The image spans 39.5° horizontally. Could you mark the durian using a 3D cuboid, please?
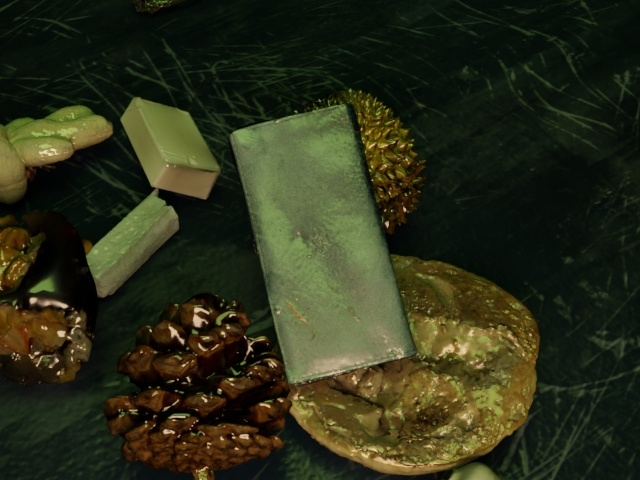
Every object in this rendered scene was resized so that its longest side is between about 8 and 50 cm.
[{"bbox_3d":[0.026,-0.094,1.401,0.293,0.258,0.258,-37,60,-20],"label":"durian"}]

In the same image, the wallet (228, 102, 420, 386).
[{"bbox_3d":[0.000,0.000,1.247,0.191,0.046,0.379,-14,81,-2],"label":"wallet"}]

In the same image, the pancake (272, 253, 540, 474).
[{"bbox_3d":[0.123,0.167,1.287,0.387,0.082,0.387,-3,50,4],"label":"pancake"}]

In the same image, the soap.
[{"bbox_3d":[-0.254,-0.160,1.522,0.121,0.064,0.183,10,38,-43],"label":"soap"}]

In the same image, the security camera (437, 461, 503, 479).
[{"bbox_3d":[0.117,0.392,1.061,0.080,0.157,0.301,43,57,2],"label":"security camera"}]

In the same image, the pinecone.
[{"bbox_3d":[-0.163,0.199,1.178,0.243,0.243,0.257,-14,39,-11],"label":"pinecone"}]

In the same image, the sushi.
[{"bbox_3d":[-0.424,0.077,1.278,0.200,0.213,0.204,9,31,-19],"label":"sushi"}]

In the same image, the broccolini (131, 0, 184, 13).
[{"bbox_3d":[-0.298,-0.514,1.857,0.203,0.068,0.091,-7,63,-25],"label":"broccolini"}]

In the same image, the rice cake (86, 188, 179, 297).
[{"bbox_3d":[-0.304,0.007,1.423,0.063,0.069,0.206,27,54,22],"label":"rice cake"}]

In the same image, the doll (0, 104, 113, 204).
[{"bbox_3d":[-0.494,-0.155,1.532,0.278,0.175,0.149,-25,93,-29],"label":"doll"}]
